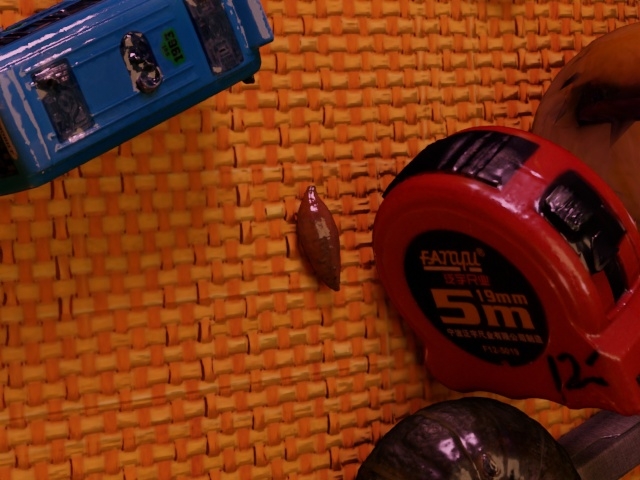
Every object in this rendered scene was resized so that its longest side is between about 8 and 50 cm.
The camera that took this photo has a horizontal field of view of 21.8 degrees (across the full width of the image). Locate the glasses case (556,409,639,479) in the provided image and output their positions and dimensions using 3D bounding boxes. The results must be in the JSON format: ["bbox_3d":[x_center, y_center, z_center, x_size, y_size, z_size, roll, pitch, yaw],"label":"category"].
[{"bbox_3d":[0.293,0.185,1.609,0.205,0.071,0.047,-27,101,-33],"label":"glasses case"}]

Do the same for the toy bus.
[{"bbox_3d":[-0.160,-0.129,1.237,0.246,0.134,0.113,-31,108,-32],"label":"toy bus"}]

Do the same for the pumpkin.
[{"bbox_3d":[0.128,0.243,1.432,0.224,0.157,0.223,-4,98,-27],"label":"pumpkin"}]

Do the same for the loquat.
[{"bbox_3d":[0.305,-0.083,1.523,0.235,0.235,0.235,1,89,-37],"label":"loquat"}]

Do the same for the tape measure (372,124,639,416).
[{"bbox_3d":[0.169,0.025,1.406,0.114,0.253,0.260,-44,120,-34],"label":"tape measure"}]

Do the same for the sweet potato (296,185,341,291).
[{"bbox_3d":[0.000,0.000,1.415,0.034,0.034,0.095,-22,98,-35],"label":"sweet potato"}]
